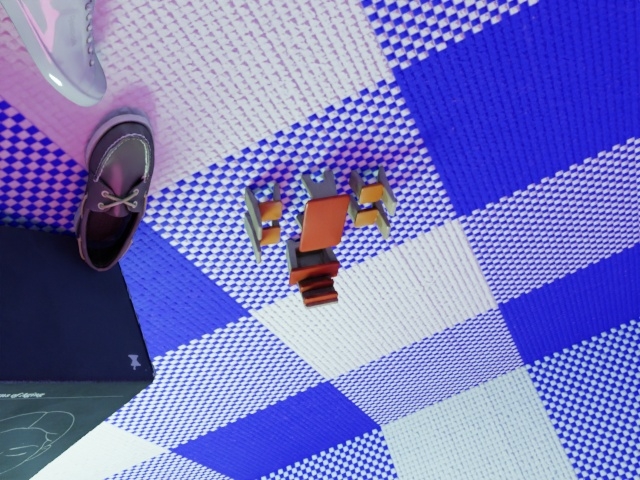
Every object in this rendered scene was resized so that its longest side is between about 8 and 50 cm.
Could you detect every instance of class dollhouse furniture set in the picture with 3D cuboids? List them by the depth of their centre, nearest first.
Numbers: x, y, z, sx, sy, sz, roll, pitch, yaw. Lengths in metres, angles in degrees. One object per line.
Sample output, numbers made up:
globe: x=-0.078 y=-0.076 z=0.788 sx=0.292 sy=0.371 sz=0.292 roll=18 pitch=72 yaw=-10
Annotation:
dollhouse furniture set: x=0.000 y=0.000 z=1.517 sx=0.261 sy=0.135 sz=0.259 roll=-10 pitch=146 yaw=-14

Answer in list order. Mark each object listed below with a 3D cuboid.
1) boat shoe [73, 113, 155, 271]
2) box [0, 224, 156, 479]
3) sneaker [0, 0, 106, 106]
boat shoe: x=-0.323 y=-0.069 z=1.288 sx=0.109 sy=0.091 sz=0.305 roll=1 pitch=142 yaw=-28
box: x=-0.621 y=0.214 z=1.317 sx=0.471 sy=0.298 sz=0.479 roll=-36 pitch=152 yaw=27
sneaker: x=-0.300 y=-0.277 z=0.980 sx=0.123 sy=0.106 sz=0.290 roll=-17 pitch=146 yaw=2
